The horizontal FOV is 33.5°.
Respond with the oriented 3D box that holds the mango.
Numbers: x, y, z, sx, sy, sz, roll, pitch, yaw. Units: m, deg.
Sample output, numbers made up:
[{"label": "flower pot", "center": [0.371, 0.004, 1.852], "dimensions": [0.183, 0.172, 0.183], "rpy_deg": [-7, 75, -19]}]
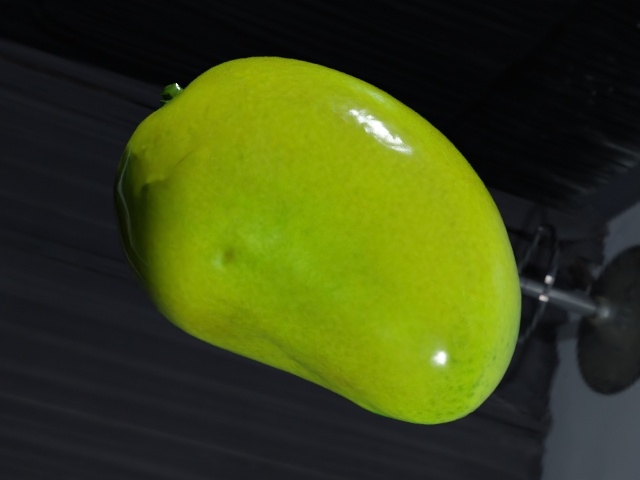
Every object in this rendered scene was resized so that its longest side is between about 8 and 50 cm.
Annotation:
[{"label": "mango", "center": [0.000, -0.009, 0.647], "dimensions": [0.149, 0.273, 0.185], "rpy_deg": [18, -89, -67]}]
